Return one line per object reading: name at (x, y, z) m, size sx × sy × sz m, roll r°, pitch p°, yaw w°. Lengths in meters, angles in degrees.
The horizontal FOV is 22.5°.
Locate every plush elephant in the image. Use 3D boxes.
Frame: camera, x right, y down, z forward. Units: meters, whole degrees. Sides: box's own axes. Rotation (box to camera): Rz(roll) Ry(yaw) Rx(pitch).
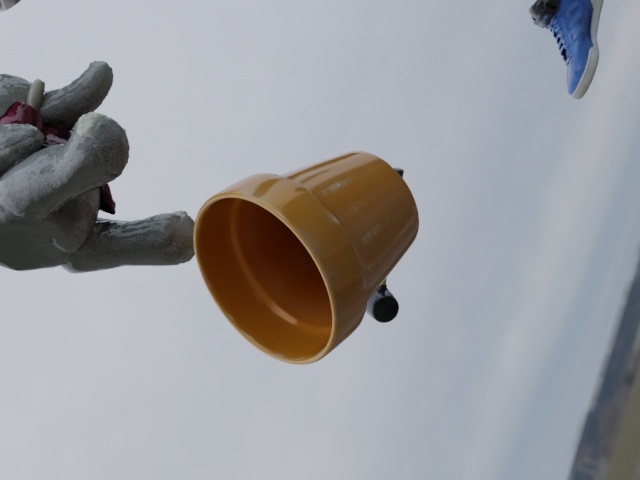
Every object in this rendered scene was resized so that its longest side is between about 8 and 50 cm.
plush elephant at (-0.321, -0.099, 1.852) m, size 0.272 × 0.330 × 0.255 m, roll 46°, pitch -148°, yaw -53°

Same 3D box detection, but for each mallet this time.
mallet at (0.078, 0.003, 1.970) m, size 0.062 × 0.039 × 0.190 m, roll -154°, pitch 68°, yaw -69°

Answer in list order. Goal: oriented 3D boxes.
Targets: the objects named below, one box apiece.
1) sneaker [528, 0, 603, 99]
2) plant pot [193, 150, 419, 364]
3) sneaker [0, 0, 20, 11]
sneaker at (0.276, -0.239, 1.853) m, size 0.058 × 0.084 × 0.152 m, roll 132°, pitch 150°, yaw -72°
plant pot at (0.000, 0.000, 1.737) m, size 0.188 × 0.205 × 0.205 m, roll -35°, pitch -33°, yaw -37°
sneaker at (-0.403, -0.419, 2.051) m, size 0.105 × 0.115 × 0.281 m, roll 87°, pitch 171°, yaw -63°
